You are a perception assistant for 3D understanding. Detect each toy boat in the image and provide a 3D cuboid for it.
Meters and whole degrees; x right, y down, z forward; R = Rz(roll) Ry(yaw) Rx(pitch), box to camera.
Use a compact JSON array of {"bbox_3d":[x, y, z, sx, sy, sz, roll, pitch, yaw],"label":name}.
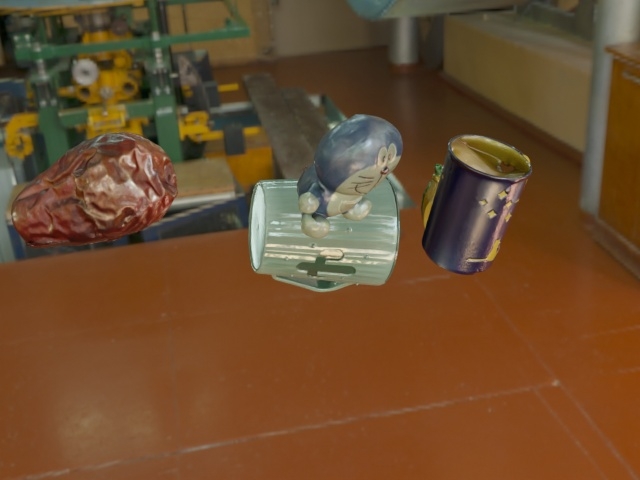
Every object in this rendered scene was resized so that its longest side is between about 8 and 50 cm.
[{"bbox_3d":[0.313,-0.091,2.208,0.088,0.230,0.088,5,41,10],"label":"toy boat"}]

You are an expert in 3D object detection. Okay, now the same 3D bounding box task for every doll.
[{"bbox_3d":[0.057,-0.132,1.608,0.228,0.154,0.258,-21,-15,-42],"label":"doll"}]

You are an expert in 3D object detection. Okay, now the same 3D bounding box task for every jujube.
[{"bbox_3d":[-0.454,-0.088,1.640,0.342,0.216,0.216,-21,19,22],"label":"jujube"}]

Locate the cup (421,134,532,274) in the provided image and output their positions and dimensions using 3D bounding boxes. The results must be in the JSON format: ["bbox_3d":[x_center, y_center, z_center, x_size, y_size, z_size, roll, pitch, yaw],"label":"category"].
[{"bbox_3d":[0.360,-0.071,1.767,0.254,0.256,0.178,-1,36,-19],"label":"cup"}]

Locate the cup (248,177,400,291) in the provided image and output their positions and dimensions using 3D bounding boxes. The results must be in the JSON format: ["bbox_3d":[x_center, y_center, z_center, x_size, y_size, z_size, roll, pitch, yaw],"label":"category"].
[{"bbox_3d":[0.006,0.008,2.353,0.392,0.401,0.310,2,23,-15],"label":"cup"}]
